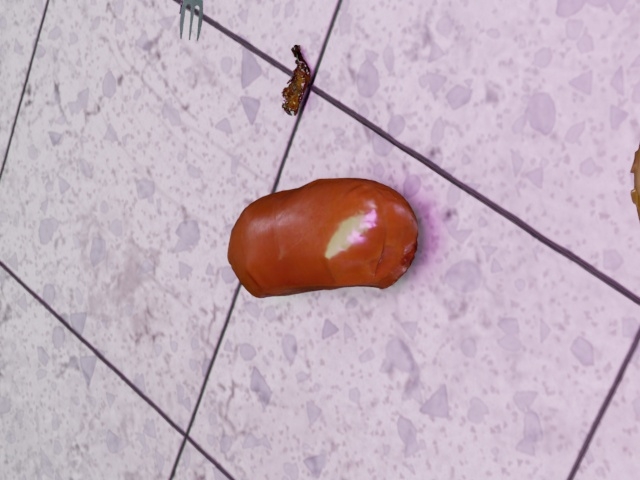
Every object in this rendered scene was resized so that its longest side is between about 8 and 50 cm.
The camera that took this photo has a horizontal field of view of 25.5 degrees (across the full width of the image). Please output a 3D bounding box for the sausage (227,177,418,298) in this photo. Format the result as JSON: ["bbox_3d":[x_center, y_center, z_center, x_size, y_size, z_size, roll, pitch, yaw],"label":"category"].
[{"bbox_3d":[0.000,-0.003,1.568,0.258,0.133,0.133,-10,87,46],"label":"sausage"}]

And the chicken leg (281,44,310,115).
[{"bbox_3d":[-0.026,-0.185,1.643,0.036,0.021,0.083,26,111,48],"label":"chicken leg"}]

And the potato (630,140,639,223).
[{"bbox_3d":[0.328,-0.071,1.254,0.098,0.138,0.243,45,119,35],"label":"potato"}]

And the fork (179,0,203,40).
[{"bbox_3d":[-0.172,-0.364,1.753,0.021,0.039,0.235,-12,82,38],"label":"fork"}]
